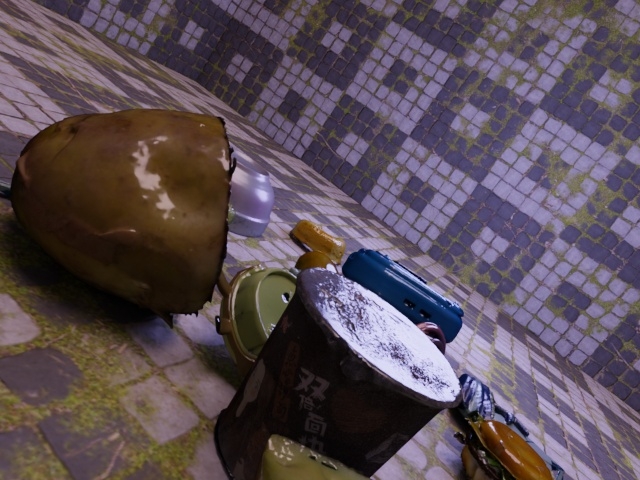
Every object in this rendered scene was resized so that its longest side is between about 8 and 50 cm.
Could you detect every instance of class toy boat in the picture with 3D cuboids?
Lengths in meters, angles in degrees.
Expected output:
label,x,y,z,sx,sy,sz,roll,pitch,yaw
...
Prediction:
label,x,y,z,sx,sy,sz,roll,pitch,yaw
toy boat,0.392,0.392,1.035,0.291,0.070,0.210,36,17,-11

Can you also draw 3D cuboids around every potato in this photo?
label,x,y,z,sx,sy,sz,roll,pitch,yaw
potato,-0.269,-0.051,0.635,0.237,0.301,0.288,10,-4,-27

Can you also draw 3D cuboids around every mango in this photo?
label,x,y,z,sx,sy,sz,roll,pitch,yaw
mango,-0.005,0.089,1.071,0.111,0.089,0.163,31,22,-21

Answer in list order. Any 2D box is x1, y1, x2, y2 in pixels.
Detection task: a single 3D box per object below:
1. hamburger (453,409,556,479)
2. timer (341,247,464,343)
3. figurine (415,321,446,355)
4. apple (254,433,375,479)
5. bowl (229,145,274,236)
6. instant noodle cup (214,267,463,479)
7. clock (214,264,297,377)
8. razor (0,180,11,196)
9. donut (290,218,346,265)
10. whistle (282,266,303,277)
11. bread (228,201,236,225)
label,x,y,z,sx,sy,sz,roll,pitch,yaw
hamburger,0.299,0.371,0.801,0.164,0.093,0.189,29,15,-31
timer,0.204,0.133,1.253,0.309,0.115,0.340,33,-1,-1
figurine,0.185,0.223,1.058,0.157,0.126,0.114,15,44,32
apple,0.039,0.299,0.373,0.265,0.120,0.193,30,26,-8
bowl,-0.233,-0.148,1.235,0.287,0.144,0.287,32,13,-8
instant noodle cup,0.009,0.172,0.541,0.217,0.207,0.217,33,14,-9
clock,-0.072,0.111,0.677,0.232,0.069,0.170,31,44,-46
razor,-0.406,-0.064,0.733,0.191,0.037,0.068,25,12,-44
donut,-0.007,-0.003,1.427,0.181,0.078,0.146,41,11,31
whistle,0.005,0.132,0.927,0.244,0.110,0.092,35,45,1
bread,-0.250,-0.073,0.992,0.129,0.111,0.114,60,18,21
